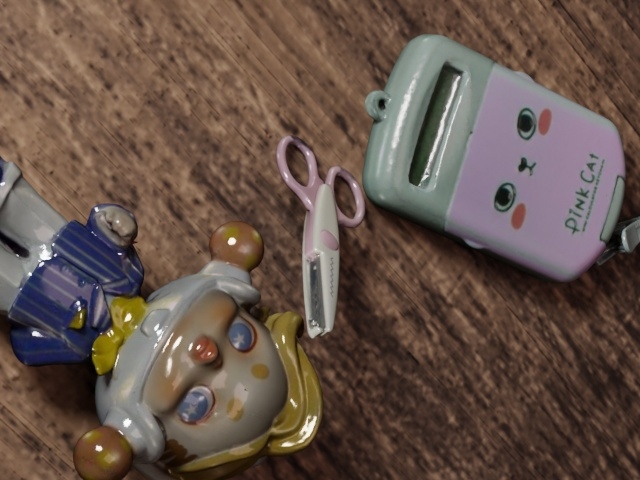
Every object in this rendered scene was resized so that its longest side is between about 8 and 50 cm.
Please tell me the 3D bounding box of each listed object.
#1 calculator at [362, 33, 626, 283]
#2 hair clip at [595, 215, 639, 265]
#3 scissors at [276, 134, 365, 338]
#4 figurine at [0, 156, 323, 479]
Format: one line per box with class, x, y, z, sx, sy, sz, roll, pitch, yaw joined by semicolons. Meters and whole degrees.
calculator;0.132;-0.060;1.404;0.246;0.045;0.141;24;79;-29
hair clip;0.270;-0.014;1.494;0.115;0.039;0.030;-27;111;-30
scissors;0.000;0.000;1.284;0.085;0.022;0.176;35;36;-29
figurine;-0.133;0.067;1.206;0.274;0.133;0.194;16;72;-21
